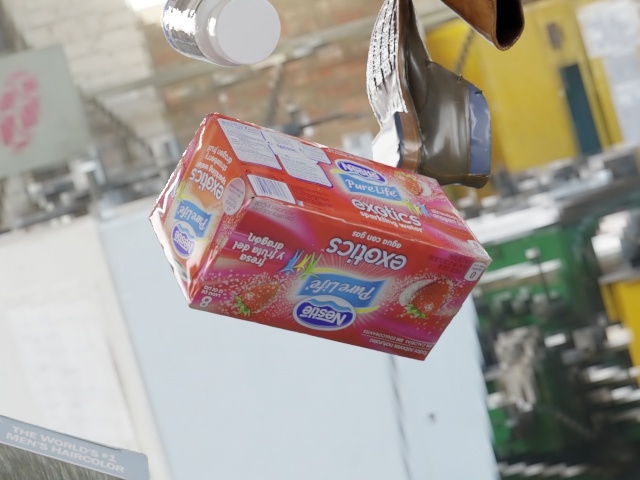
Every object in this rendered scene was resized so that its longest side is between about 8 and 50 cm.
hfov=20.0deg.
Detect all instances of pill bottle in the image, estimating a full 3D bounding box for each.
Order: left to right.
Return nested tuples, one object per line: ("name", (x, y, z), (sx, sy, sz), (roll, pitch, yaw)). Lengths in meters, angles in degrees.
("pill bottle", (-0.094, -0.206, 1.728), (0.078, 0.078, 0.137), (-18, 18, -20))

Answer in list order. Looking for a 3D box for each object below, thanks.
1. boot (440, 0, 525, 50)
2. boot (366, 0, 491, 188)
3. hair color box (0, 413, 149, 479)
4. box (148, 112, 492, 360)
("boot", (0.072, -0.329, 1.734), (0.096, 0.264, 0.280), (-28, 35, -10))
("boot", (0.108, -0.144, 1.784), (0.106, 0.219, 0.082), (10, -28, -21))
("hair color box", (-0.278, 0.266, 1.188), (0.185, 0.113, 0.374), (21, -54, -27))
("box", (0.000, 0.000, 1.558), (0.257, 0.128, 0.122), (14, -60, -34))
